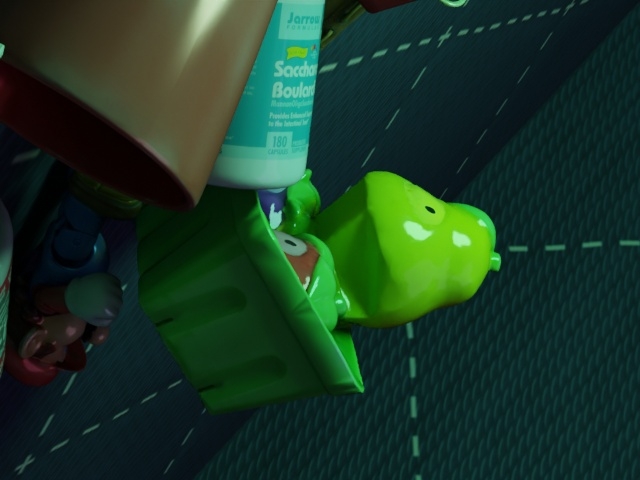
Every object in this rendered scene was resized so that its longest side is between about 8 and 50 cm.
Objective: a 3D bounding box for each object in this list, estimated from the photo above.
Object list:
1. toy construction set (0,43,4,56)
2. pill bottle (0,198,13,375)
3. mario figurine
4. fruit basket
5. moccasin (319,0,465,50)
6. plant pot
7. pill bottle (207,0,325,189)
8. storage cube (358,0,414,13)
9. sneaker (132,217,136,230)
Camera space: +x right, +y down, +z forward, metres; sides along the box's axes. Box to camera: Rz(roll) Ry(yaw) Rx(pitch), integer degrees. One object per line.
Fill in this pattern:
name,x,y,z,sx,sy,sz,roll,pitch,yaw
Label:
toy construction set,-0.358,-0.057,1.101,0.151,0.215,0.327,-32,158,-53
pill bottle,-0.386,0.078,1.452,0.176,0.176,0.318,-41,164,-33
mario figurine,-0.268,0.043,1.759,0.198,0.170,0.320,-33,157,-55
fruit basket,0.000,0.000,1.701,0.392,0.392,0.283,-43,120,-27
moccasin,0.091,-0.322,1.693,0.380,0.147,0.139,-33,-152,21
plant pot,-0.164,-0.196,1.306,0.243,0.275,0.275,-59,168,-13
pill bottle,-0.073,-0.190,1.497,0.146,0.146,0.264,-22,121,-63
storage cube,0.093,-0.349,1.489,0.215,0.183,0.193,-16,172,12
sneaker,-0.151,-0.056,1.947,0.178,0.124,0.295,-54,159,-5
